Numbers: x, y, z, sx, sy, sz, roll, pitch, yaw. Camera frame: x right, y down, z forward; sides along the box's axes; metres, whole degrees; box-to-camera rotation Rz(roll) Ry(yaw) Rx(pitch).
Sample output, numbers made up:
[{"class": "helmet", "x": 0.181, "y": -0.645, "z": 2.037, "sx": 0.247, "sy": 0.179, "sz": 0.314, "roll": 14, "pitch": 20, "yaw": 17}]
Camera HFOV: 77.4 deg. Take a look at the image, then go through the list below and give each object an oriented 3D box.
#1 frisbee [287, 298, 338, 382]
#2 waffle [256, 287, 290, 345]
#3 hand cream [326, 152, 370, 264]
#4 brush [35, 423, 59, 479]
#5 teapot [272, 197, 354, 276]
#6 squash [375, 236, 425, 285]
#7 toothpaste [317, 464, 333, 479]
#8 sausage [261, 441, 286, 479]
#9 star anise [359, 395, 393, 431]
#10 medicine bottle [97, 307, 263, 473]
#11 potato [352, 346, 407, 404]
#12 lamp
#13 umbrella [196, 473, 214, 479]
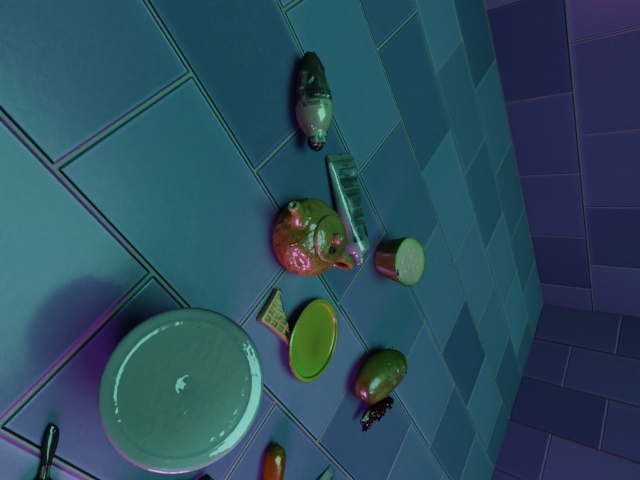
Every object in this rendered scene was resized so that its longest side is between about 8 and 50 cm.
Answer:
[{"class": "frisbee", "x": -0.018, "y": 0.280, "z": 1.127, "sx": 0.236, "sy": 0.017, "sz": 0.235, "roll": -8, "pitch": 100, "yaw": -55}, {"class": "waffle", "x": -0.096, "y": 0.205, "z": 1.047, "sx": 0.152, "sy": 0.023, "sz": 0.097, "roll": 51, "pitch": 59, "yaw": -36}, {"class": "hand cream", "x": 0.087, "y": -0.091, "z": 1.207, "sx": 0.124, "sy": 0.078, "sz": 0.340, "roll": -18, "pitch": 99, "yaw": -45}, {"class": "brush", "x": -0.462, "y": 0.403, "z": 0.662, "sx": 0.063, "sy": 0.016, "sz": 0.193, "roll": 16, "pitch": 82, "yaw": -48}, {"class": "teapot", "x": 0.000, "y": 0.000, "z": 1.028, "sx": 0.311, "sy": 0.167, "sz": 0.203, "roll": 45, "pitch": 60, "yaw": -41}, {"class": "squash", "x": 0.267, "y": 0.067, "z": 1.365, "sx": 0.170, "sy": 0.123, "sz": 0.170, "roll": -7, "pitch": 99, "yaw": -47}, {"class": "toothpaste", "x": -0.048, "y": 0.773, "z": 1.135, "sx": 0.301, "sy": 0.048, "sz": 0.075, "roll": -21, "pitch": 81, "yaw": -52}, {"class": "sausage", "x": -0.124, "y": 0.614, "z": 1.031, "sx": 0.062, "sy": 0.054, "sz": 0.183, "roll": 11, "pitch": 87, "yaw": -20}, {"class": "star anise", "x": 0.189, "y": 0.582, "z": 1.355, "sx": 0.157, "sy": 0.053, "sz": 0.212, "roll": -39, "pitch": 160, "yaw": -6}, {"class": "medicine bottle", "x": -0.237, "y": 0.238, "z": 0.681, "sx": 0.238, "sy": 0.232, "sz": 0.237, "roll": 5, "pitch": 75, "yaw": -20}, {"class": "potato", "x": 0.196, "y": 0.449, "z": 1.332, "sx": 0.251, "sy": 0.113, "sz": 0.149, "roll": -23, "pitch": 114, "yaw": -37}, {"class": "lamp", "x": -0.018, "y": -0.358, "z": 1.029, "sx": 0.101, "sy": 0.101, "sz": 0.250, "roll": -5, "pitch": 89, "yaw": -48}, {"class": "umbrella", "x": -0.319, "y": 0.552, "z": 0.806, "sx": 0.236, "sy": 0.059, "sz": 0.066, "roll": -15, "pitch": 122, "yaw": -45}]
